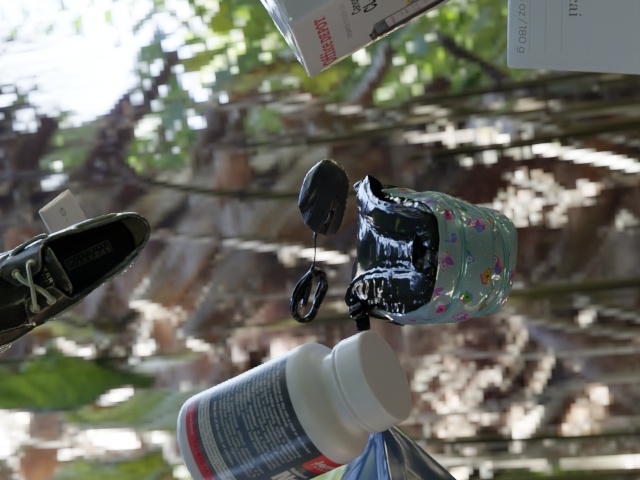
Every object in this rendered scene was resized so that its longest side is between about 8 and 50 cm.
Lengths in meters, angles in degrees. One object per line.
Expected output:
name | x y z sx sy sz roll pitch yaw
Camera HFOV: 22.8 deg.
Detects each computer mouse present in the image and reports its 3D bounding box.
computer mouse | 0.000 0.000 2.274 0.071 0.041 0.242 13 -98 -37

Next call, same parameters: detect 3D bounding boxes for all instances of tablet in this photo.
tablet | -0.308 -0.026 1.914 0.054 0.006 0.083 63 -156 -11

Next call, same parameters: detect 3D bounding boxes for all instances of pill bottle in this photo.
pill bottle | -0.020 0.148 1.333 0.108 0.180 0.108 46 -151 -34

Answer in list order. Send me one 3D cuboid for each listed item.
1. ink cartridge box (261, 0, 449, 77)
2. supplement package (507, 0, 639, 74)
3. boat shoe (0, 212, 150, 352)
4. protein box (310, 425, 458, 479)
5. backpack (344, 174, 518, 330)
ink cartridge box | 0.080 -0.328 1.750 0.131 0.306 0.226 59 180 11
supplement package | 0.301 -0.212 1.146 0.175 0.293 0.177 -25 -63 -60
boat shoe | -0.244 0.033 1.368 0.219 0.070 0.078 -33 -86 -29
protein box | 0.081 0.313 1.507 0.201 0.136 0.200 43 -162 -24
backpack | 0.102 0.013 1.498 0.182 0.115 0.152 -175 84 -67
